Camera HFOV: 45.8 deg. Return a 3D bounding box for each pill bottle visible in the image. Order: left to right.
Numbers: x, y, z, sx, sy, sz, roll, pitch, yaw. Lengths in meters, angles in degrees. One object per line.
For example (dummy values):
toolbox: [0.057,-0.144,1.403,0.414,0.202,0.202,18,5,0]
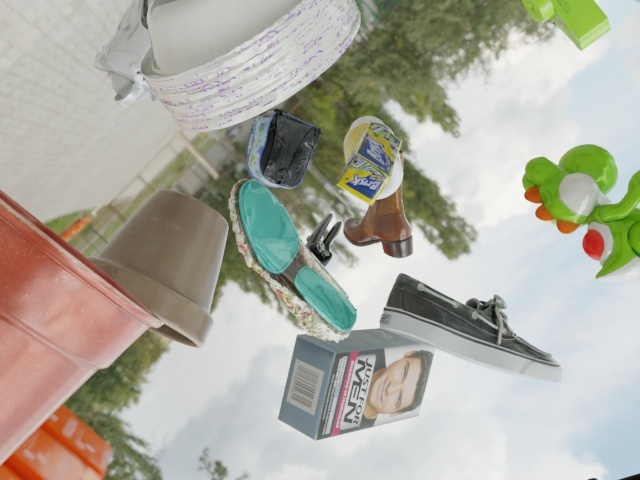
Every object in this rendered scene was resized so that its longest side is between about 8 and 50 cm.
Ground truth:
pill bottle: [0.097,-0.165,1.443,0.103,0.103,0.184,-40,-153,23]

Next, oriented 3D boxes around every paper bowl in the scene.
paper bowl: [-0.103,-0.279,0.965,0.284,0.148,0.284,-22,-146,15]

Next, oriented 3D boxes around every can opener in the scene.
can opener: [0.000,0.000,1.479,0.073,0.059,0.186,-32,-159,34]

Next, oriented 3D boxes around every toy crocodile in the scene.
toy crocodile: [0.365,-0.469,1.302,0.115,0.340,0.105,-40,172,5]

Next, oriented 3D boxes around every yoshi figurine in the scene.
yoshi figurine: [0.545,-0.057,1.372,0.203,0.362,0.203,-13,139,-52]

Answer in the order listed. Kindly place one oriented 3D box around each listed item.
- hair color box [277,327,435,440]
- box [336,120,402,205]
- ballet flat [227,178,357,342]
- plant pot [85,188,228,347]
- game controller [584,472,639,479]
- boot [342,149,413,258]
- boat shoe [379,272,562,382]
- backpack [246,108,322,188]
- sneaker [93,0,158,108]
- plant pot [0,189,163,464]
hair color box: [0.090,0.296,1.629,0.114,0.375,0.185,19,-80,39]
box: [0.072,-0.112,1.073,0.054,0.059,0.169,-57,-176,26]
ballet flat: [-0.048,0.035,0.939,0.077,0.241,0.091,-20,-160,48]
plant pot: [-0.283,0.037,1.365,0.229,0.263,0.263,-66,-163,-16]
game controller: [0.295,0.335,0.850,0.167,0.067,0.319,-16,145,-23]
boot: [0.127,-0.114,1.923,0.096,0.280,0.264,-19,-157,-21]
boat shoe: [0.239,0.131,1.145,0.113,0.307,0.104,157,-48,-77]
backpack: [-0.068,-0.144,1.232,0.084,0.105,0.114,9,-99,54]
sneaker: [-0.283,-0.373,1.277,0.210,0.137,0.365,-46,-147,25]
plant pot: [-0.333,0.092,0.682,0.265,0.272,0.272,-51,-169,-10]
